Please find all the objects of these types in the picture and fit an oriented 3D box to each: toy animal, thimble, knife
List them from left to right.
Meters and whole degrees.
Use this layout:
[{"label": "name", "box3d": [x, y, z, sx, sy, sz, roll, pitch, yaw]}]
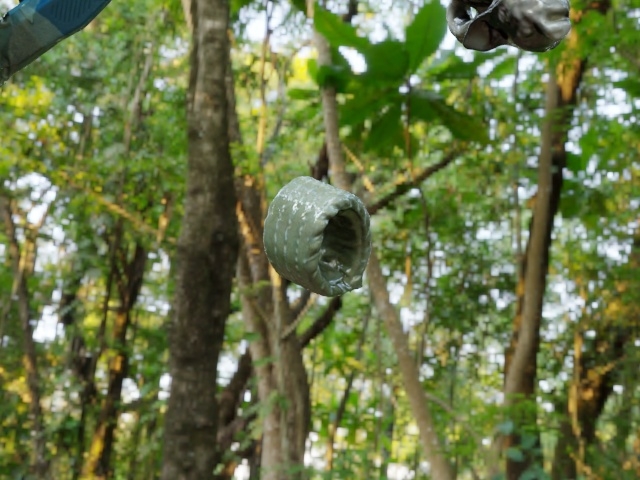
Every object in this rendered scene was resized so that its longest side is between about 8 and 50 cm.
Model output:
[{"label": "knife", "box3d": [-0.127, -0.209, 0.710, 0.296, 0.026, 0.044, -35, -51, 3]}, {"label": "thimble", "box3d": [0.000, 0.000, 0.854, 0.062, 0.084, 0.110, 25, -26, 35]}, {"label": "toy animal", "box3d": [0.322, -0.424, 1.687, 0.194, 0.344, 0.302, -10, -48, -20]}]
